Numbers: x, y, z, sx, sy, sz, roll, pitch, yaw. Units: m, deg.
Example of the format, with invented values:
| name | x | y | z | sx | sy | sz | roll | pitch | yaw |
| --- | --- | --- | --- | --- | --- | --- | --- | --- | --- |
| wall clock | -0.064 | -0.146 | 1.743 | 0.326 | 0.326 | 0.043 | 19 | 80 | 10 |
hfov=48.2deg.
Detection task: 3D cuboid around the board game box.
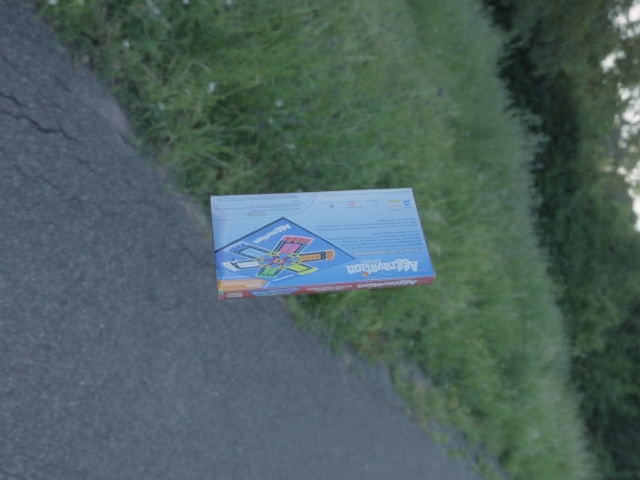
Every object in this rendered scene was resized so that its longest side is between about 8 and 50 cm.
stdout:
| name | x | y | z | sx | sy | sz | roll | pitch | yaw |
| --- | --- | --- | --- | --- | --- | --- | --- | --- | --- |
| board game box | 0.000 | 0.000 | 0.944 | 0.027 | 0.281 | 0.145 | 105 | -21 | -57 |
